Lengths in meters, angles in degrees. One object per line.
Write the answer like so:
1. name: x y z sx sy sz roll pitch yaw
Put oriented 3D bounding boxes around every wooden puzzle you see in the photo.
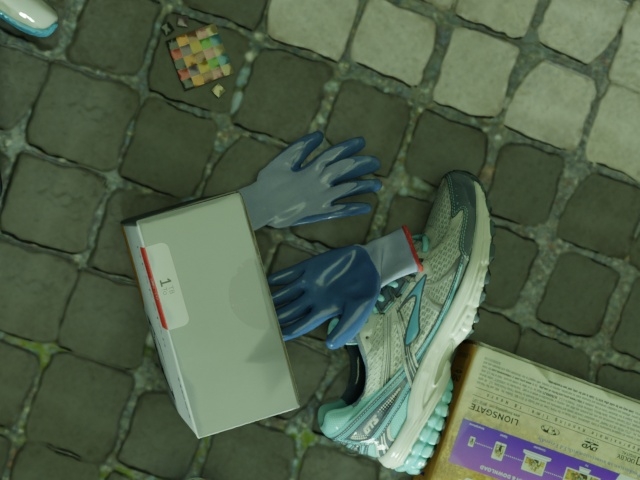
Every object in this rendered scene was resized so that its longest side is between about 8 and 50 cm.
1. wooden puzzle: -0.111 -0.169 1.436 0.049 0.006 0.083 -21 94 -10

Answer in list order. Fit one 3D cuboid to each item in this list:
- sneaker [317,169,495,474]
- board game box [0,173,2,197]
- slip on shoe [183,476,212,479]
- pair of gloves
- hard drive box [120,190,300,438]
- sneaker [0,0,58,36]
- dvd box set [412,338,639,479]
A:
1. sneaker: 0.076 0.066 1.423 0.122 0.110 0.283 16 87 -7
2. board game box: -0.403 -0.108 1.340 0.243 0.042 0.165 -6 109 -11
3. slip on shoe: -0.067 0.367 1.381 0.123 0.101 0.331 -19 97 -39
4. pair of gloves: 0.000 0.000 1.413 0.159 0.023 0.198 -25 70 1
5. hard drive box: -0.099 0.056 1.325 0.089 0.232 0.181 -16 93 -11
6. sneaker: -0.304 -0.275 1.358 0.092 0.087 0.228 -43 98 -6
7. dvd box set: 0.209 0.339 1.472 0.307 0.062 0.420 19 86 -10
